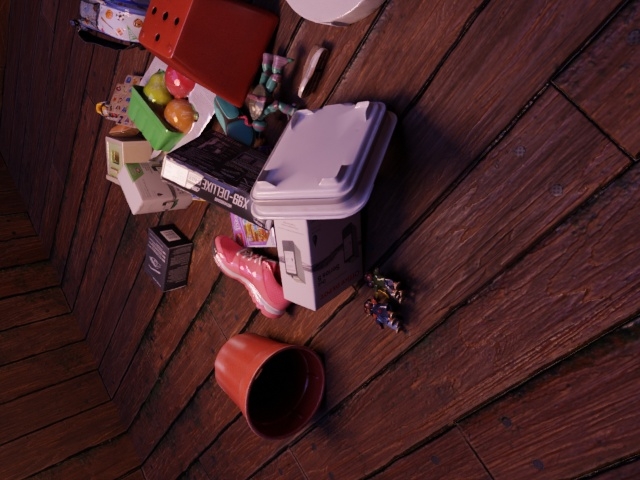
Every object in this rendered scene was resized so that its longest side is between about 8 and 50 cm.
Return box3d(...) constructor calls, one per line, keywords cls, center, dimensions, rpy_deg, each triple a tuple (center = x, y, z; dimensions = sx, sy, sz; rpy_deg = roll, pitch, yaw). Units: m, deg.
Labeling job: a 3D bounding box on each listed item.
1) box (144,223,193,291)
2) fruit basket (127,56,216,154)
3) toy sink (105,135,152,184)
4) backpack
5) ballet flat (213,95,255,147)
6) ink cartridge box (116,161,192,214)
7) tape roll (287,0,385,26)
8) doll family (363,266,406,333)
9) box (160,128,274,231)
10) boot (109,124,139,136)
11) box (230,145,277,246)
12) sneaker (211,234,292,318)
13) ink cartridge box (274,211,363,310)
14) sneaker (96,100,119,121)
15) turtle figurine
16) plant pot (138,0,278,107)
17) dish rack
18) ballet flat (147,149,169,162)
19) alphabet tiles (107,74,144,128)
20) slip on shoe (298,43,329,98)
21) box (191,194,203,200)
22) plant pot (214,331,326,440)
box3d(cls="box", center=(-0.585, 0.066, 1.901), dimensions=(0.153, 0.108, 0.207), rpy_deg=(39, 126, 31))
box3d(cls="fruit basket", center=(-0.464, -0.478, 1.633), dimensions=(0.353, 0.165, 0.327), rpy_deg=(-47, 73, 19))
box3d(cls="toy sink", center=(-0.760, -0.289, 1.968), dimensions=(0.152, 0.131, 0.234), rpy_deg=(22, 116, 40))
box3d(cls="backpack", center=(-0.629, -0.743, 1.649), dimensions=(0.263, 0.276, 0.213), rpy_deg=(34, 125, 19))
box3d(cls="ballet flat", center=(-0.251, -0.335, 1.477), dimensions=(0.087, 0.083, 0.247), rpy_deg=(93, 153, -59))
box3d(cls="ink cartridge box", center=(-0.572, -0.190, 1.745), dimensions=(0.092, 0.219, 0.160), rpy_deg=(-40, 73, 40))
box3d(cls="tape roll", center=(0.041, -0.688, 1.103), dimensions=(0.392, 0.072, 0.392), rpy_deg=(14, 111, 42))
box3d(cls="doll family", center=(0.147, 0.146, 1.213), dimensions=(0.111, 0.076, 0.193), rpy_deg=(21, 118, 35))
box3d(cls="box", center=(-0.214, -0.168, 1.288), dimensions=(0.307, 0.242, 0.077), rpy_deg=(25, 122, 4))
box3d(cls="boot", center=(-0.728, -0.486, 1.899), dimensions=(0.197, 0.073, 0.153), rpy_deg=(-13, 83, 13))
box3d(cls="box", center=(-0.200, -0.126, 1.500), dimensions=(0.200, 0.057, 0.293), rpy_deg=(-1, 100, 45))
box3d(cls="sneaker", center=(-0.190, 0.082, 1.498), dimensions=(0.314, 0.116, 0.136), rpy_deg=(46, 115, 1))
box3d(cls="ink cartridge box", center=(0.000, 0.000, 1.200), dimensions=(0.114, 0.198, 0.273), rpy_deg=(16, 123, 38))
box3d(cls="sneaker", center=(-0.823, -0.509, 1.999), dimensions=(0.225, 0.092, 0.088), rpy_deg=(22, 115, 35))
box3d(cls="turtle figurine", center=(-0.136, -0.378, 1.338), dimensions=(0.175, 0.118, 0.234), rpy_deg=(28, 114, 37))
box3d(cls="plant pot", center=(-0.323, -0.558, 1.338), dimensions=(0.267, 0.235, 0.267), rpy_deg=(36, 107, 34))
box3d(cls="dish rack", center=(-0.002, -0.192, 1.086), dimensions=(0.285, 0.333, 0.072), rpy_deg=(1, 140, 31))
box3d(cls="ballet flat", center=(-0.597, -0.298, 1.838), dimensions=(0.248, 0.086, 0.086), rpy_deg=(-38, 73, 44))
box3d(cls="alphabet tiles", center=(-0.706, -0.522, 1.853), dimensions=(0.237, 0.009, 0.198), rpy_deg=(17, 86, 32))
box3d(cls="slip on shoe", center=(-0.026, -0.427, 1.251), dimensions=(0.041, 0.051, 0.135), rpy_deg=(42, 124, 23))
box3d(cls="box", center=(-0.367, -0.163, 1.661), dimensions=(0.168, 0.054, 0.059), rpy_deg=(9, 107, 43))
box3d(cls="plant pot", center=(-0.170, 0.408, 1.484), dimensions=(0.265, 0.272, 0.273), rpy_deg=(12, 109, 51))
